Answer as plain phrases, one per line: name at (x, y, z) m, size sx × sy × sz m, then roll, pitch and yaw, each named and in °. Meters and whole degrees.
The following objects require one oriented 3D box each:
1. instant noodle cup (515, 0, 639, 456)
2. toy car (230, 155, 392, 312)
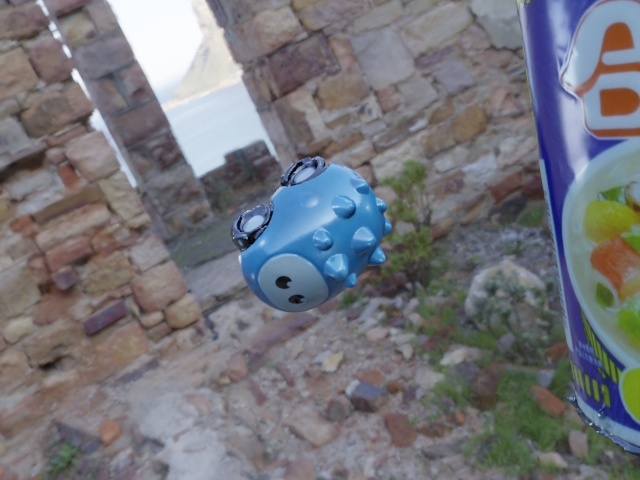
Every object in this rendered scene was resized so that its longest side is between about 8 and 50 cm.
instant noodle cup at (0.245, -0.043, 0.428) m, size 0.284 × 0.312 × 0.284 m, roll -5°, pitch 9°, yaw 1°
toy car at (0.000, 0.000, 1.123) m, size 0.255 × 0.188 × 0.190 m, roll -44°, pitch 37°, yaw -17°
